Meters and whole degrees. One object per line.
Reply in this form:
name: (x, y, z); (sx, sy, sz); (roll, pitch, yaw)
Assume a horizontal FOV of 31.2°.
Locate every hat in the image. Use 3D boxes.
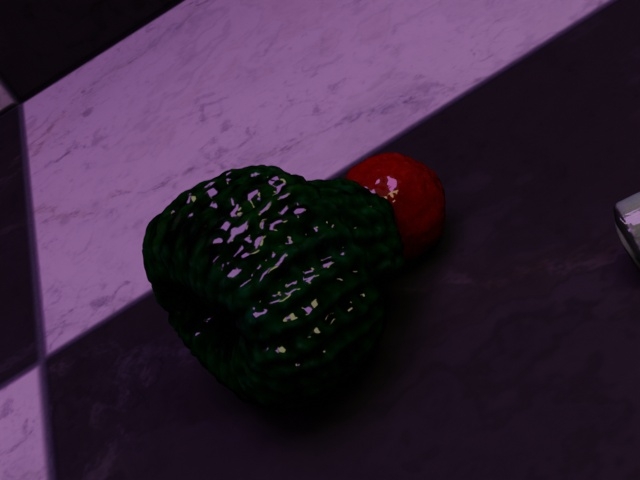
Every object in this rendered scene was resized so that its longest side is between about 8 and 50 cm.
hat: (0.000, 0.000, 1.185); (0.332, 0.242, 0.274); (-33, 41, -26)

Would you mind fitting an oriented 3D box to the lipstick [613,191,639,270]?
lipstick: (0.411, -0.064, 1.033); (0.304, 0.076, 0.076); (-27, 31, 10)
